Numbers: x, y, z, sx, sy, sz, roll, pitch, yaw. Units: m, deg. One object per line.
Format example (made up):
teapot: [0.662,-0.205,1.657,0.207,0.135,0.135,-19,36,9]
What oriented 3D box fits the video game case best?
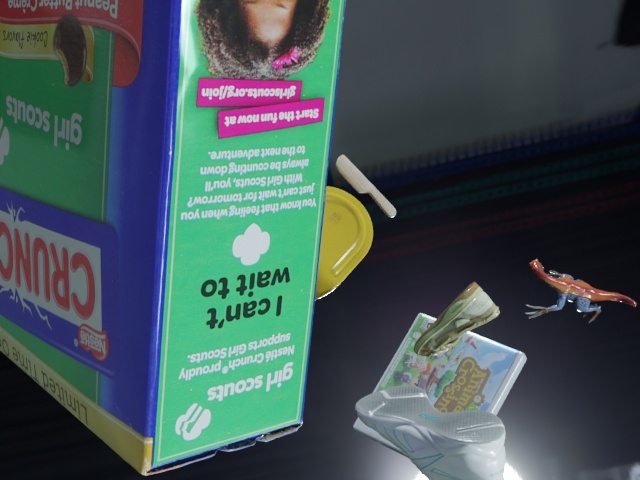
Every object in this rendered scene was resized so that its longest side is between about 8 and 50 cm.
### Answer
video game case: [0.176,0.228,1.579,0.212,0.193,0.023,-58,141,-15]

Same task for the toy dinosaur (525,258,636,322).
toy dinosaur: [0.228,0.039,0.962,0.082,0.090,0.047,41,37,-46]

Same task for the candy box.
candy box: [-0.117,-0.068,0.626,0.268,0.122,0.317,22,-66,47]

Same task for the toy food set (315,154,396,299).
toy food set: [0.000,0.000,1.453,0.128,0.218,0.071,40,-27,8]

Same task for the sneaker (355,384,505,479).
sneaker: [0.077,0.149,0.776,0.152,0.053,0.061,15,-59,56]

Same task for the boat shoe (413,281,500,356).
boat shoe: [0.160,0.106,1.263,0.048,0.056,0.153,43,-41,7]
